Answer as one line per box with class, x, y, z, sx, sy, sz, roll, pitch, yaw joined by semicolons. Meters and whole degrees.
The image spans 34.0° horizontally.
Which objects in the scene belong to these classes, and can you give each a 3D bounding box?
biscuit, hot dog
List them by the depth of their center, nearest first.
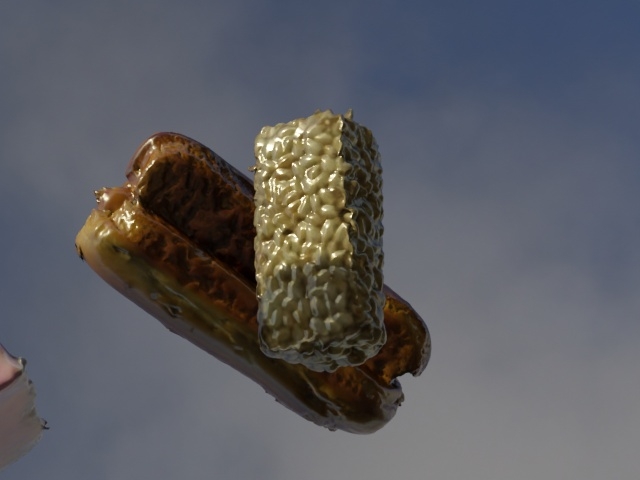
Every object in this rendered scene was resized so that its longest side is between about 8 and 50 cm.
biscuit;0.000;0.000;0.684;0.070;0.082;0.168;27;-126;-52
hot dog;-0.059;0.047;0.977;0.349;0.117;0.158;35;-112;-8

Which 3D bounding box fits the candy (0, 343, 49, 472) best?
candy;-0.332;0.157;0.736;0.265;0.155;0.116;-38;-111;-26
